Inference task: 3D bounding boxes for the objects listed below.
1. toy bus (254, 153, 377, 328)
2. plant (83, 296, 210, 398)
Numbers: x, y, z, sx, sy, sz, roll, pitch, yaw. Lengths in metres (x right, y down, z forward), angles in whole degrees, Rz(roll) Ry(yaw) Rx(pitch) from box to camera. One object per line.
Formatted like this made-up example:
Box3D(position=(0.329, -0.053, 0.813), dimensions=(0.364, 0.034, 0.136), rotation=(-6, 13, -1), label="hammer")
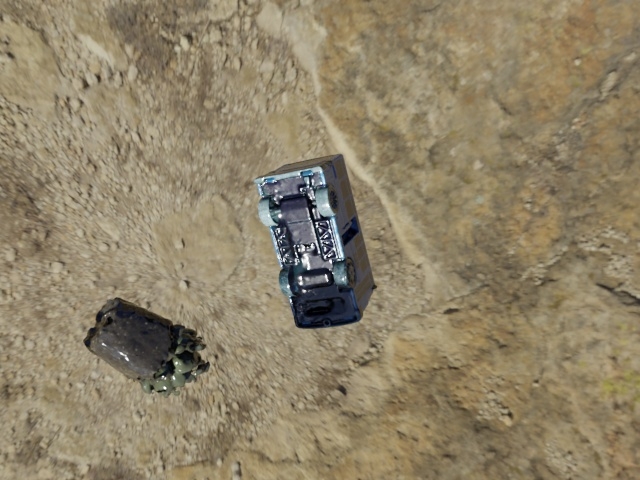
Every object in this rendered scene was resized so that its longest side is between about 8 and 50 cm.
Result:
Box3D(position=(0.000, 0.000, 0.899), dimensions=(0.090, 0.106, 0.184), rotation=(-9, 105, 21), label="toy bus")
Box3D(position=(-0.201, 0.127, 0.921), dimensions=(0.143, 0.094, 0.092), rotation=(36, 56, -26), label="plant")
